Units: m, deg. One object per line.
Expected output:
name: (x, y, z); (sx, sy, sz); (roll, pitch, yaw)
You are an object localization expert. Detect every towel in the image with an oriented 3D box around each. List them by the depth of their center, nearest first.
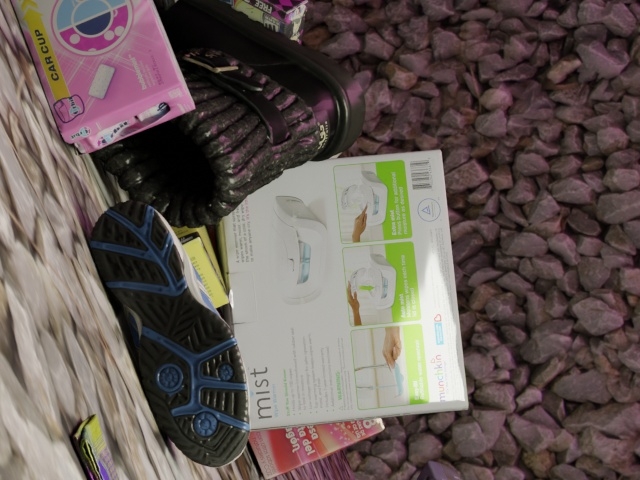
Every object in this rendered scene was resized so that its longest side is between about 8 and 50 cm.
towel: (-0.115, 0.140, 0.929); (0.060, 0.009, 0.083); (-96, 164, -85)

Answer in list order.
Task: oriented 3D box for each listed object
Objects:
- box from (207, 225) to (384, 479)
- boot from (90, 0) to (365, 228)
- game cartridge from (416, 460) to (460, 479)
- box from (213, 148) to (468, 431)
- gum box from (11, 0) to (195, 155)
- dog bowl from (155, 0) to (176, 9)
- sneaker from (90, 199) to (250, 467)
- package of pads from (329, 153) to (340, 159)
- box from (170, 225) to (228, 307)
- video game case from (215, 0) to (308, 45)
box: (-0.051, 0.092, 1.820); (0.154, 0.142, 0.300); (96, -29, -88)
boot: (-0.155, -0.140, 1.573); (0.260, 0.348, 0.131); (-30, 133, -50)
game cartridge: (0.123, 0.436, 1.955); (0.068, 0.230, 0.355); (27, 14, -16)
box: (0.015, 0.052, 1.675); (0.127, 0.231, 0.262); (143, -59, -82)
gum box: (-0.186, -0.171, 1.386); (0.062, 0.107, 0.188); (64, 3, -74)
dog bowl: (-0.164, -0.423, 1.489); (0.408, 0.150, 0.408); (63, -4, 9)
sneaker: (-0.102, 0.070, 1.256); (0.081, 0.080, 0.211); (52, 17, -76)
package of pads: (-0.098, -0.186, 2.105); (0.229, 0.101, 0.296); (43, -5, -15)
box: (-0.148, -0.023, 1.655); (0.232, 0.058, 0.087); (-111, 178, -53)
video game case: (-0.126, -0.207, 1.737); (0.232, 0.042, 0.210); (31, -45, 21)
